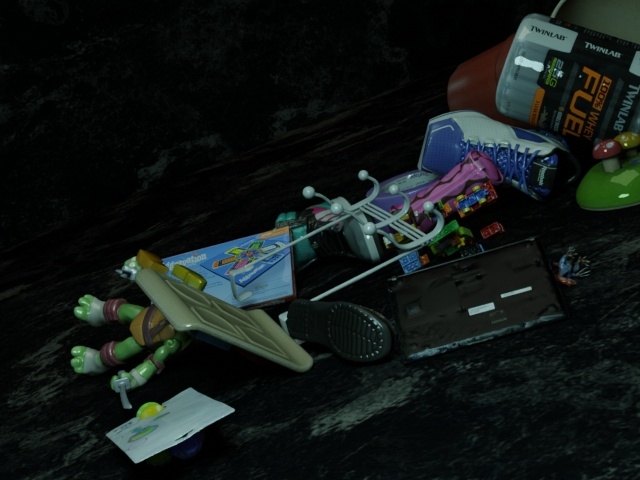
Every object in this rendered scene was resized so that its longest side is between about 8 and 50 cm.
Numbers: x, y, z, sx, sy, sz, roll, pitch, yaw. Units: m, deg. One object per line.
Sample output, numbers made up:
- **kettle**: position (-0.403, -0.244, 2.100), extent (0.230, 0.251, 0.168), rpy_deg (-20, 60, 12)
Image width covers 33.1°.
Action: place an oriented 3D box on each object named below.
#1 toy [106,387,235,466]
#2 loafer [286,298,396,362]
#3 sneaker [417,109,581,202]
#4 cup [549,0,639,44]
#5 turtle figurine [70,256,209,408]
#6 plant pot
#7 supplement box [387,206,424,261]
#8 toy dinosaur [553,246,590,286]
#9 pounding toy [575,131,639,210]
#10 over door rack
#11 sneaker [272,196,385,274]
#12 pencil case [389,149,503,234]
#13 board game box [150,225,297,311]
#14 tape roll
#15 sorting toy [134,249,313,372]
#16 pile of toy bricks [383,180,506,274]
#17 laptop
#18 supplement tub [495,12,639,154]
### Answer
- **toy**: position (-0.194, 0.256, 1.415), extent (0.136, 0.056, 0.237), rpy_deg (-27, 11, -18)
- **loafer**: position (0.041, 0.122, 1.570), extent (0.078, 0.080, 0.220), rpy_deg (2, 8, -38)
- **sneaker**: position (0.356, -0.157, 2.022), extent (0.315, 0.128, 0.182), rpy_deg (5, 17, -13)
- **cup**: position (0.595, -0.355, 2.319), extent (0.331, 0.331, 0.237), rpy_deg (-23, -10, -18)
- **turtle figurine**: position (-0.324, 0.137, 1.744), extent (0.266, 0.198, 0.274), rpy_deg (-13, 11, 40)
- **plant pot**: position (0.459, -0.361, 2.559), extent (0.272, 0.273, 0.265), rpy_deg (-28, 9, -34)
- **supplement box**: position (0.152, -0.011, 1.929), extent (0.043, 0.083, 0.055), rpy_deg (-14, 15, 15)
- **toy dinosaur**: position (0.364, 0.047, 1.581), extent (0.082, 0.047, 0.090), rpy_deg (-41, -8, -37)
- **pounding toy**: position (0.550, -0.141, 1.870), extent (0.236, 0.110, 0.183), rpy_deg (-16, 14, 12)
- **over door rack**: position (0.011, 0.007, 1.772), extent (0.324, 0.108, 0.239), rpy_deg (-37, 30, -11)
- **sneaker**: position (0.000, 0.000, 1.999), extent (0.178, 0.124, 0.295), rpy_deg (-22, 15, -9)
- **pencil case**: position (0.227, -0.081, 1.968), extent (0.209, 0.095, 0.098), rpy_deg (-38, -29, 21)
- **board game box**: position (-0.179, 0.073, 1.963), extent (0.281, 0.027, 0.145), rpy_deg (-14, 59, 16)
- **tape roll**: position (0.192, -0.082, 2.161), extent (0.188, 0.080, 0.189), rpy_deg (-18, 14, 5)
- **sorting toy**: position (-0.168, 0.107, 1.622), extent (0.229, 0.041, 0.307), rpy_deg (23, 8, -33)
- **pile of toy bricks**: position (0.226, -0.006, 1.834), extent (0.212, 0.118, 0.105), rpy_deg (-30, -19, 21)
- **laptop**: position (0.228, 0.093, 1.586), extent (0.234, 0.137, 0.264), rpy_deg (-17, 40, 7)
- **supplement tub**: position (0.519, -0.288, 2.043), extent (0.337, 0.207, 0.207), rpy_deg (20, 26, 13)
